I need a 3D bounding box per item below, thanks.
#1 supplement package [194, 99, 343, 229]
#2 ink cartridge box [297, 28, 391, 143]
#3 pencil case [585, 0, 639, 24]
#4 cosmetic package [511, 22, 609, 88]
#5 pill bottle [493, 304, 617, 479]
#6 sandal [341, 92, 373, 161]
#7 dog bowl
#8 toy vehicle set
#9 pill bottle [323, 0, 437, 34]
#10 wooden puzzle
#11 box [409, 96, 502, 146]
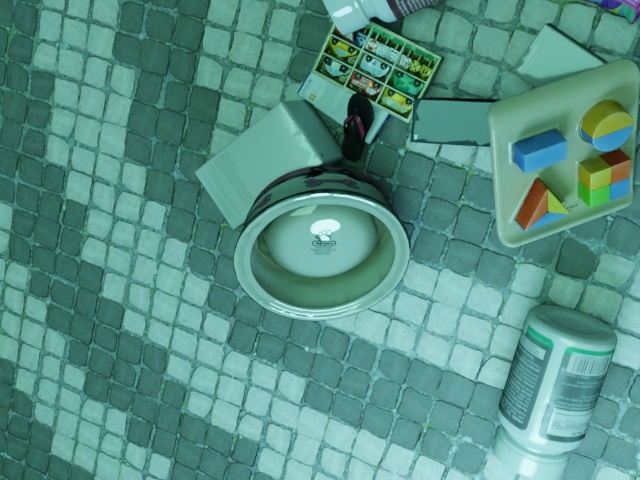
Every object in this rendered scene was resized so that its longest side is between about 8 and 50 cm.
[{"bbox_3d":[-0.120,-0.188,1.960,0.293,0.175,0.177,-34,88,24],"label":"supplement package"},{"bbox_3d":[0.090,-0.381,1.908,0.224,0.045,0.223,37,111,10],"label":"ink cartridge box"},{"bbox_3d":[0.567,-0.536,1.666,0.236,0.104,0.104,27,110,12],"label":"pencil case"},{"bbox_3d":[0.543,-0.350,1.716,0.238,0.107,0.127,34,114,7],"label":"cosmetic package"},{"bbox_3d":[0.523,0.347,1.830,0.204,0.204,0.360,18,108,16],"label":"pill bottle"},{"bbox_3d":[0.081,-0.258,1.881,0.067,0.040,0.179,26,129,20],"label":"sandal"},{"bbox_3d":[0.000,0.000,1.883,0.408,0.150,0.407,-3,132,-3],"label":"dog bowl"},{"bbox_3d":[0.129,-0.403,1.843,0.267,0.035,0.165,30,109,13],"label":"toy vehicle set"},{"bbox_3d":[0.188,-0.601,1.692,0.392,0.224,0.224,-22,94,14],"label":"pill bottle"},{"bbox_3d":[0.511,-0.160,1.643,0.322,0.080,0.347,-19,126,-5],"label":"wooden puzzle"},{"bbox_3d":[0.346,-0.261,1.765,0.261,0.184,0.103,6,105,19],"label":"box"}]
